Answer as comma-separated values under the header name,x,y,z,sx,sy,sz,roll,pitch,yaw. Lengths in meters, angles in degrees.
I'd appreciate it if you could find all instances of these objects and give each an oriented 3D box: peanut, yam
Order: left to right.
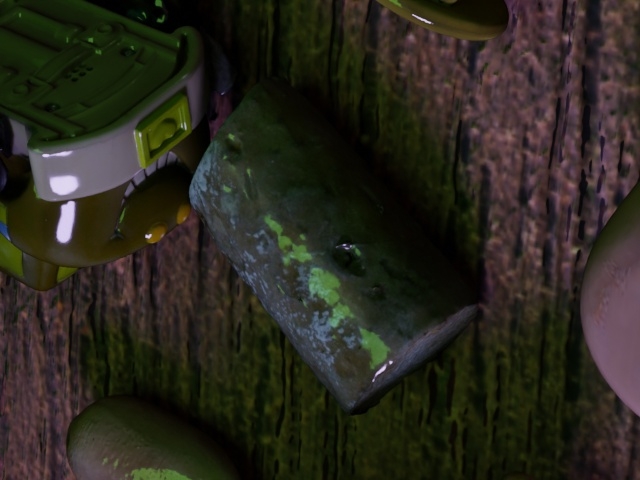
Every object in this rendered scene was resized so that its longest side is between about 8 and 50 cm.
name,x,y,z,sx,sy,sz,roll,pitch,yaw
peanut,-0.111,0.156,1.293,0.152,0.076,0.076,26,116,30
yam,0.000,0.000,1.151,0.194,0.107,0.107,51,125,14

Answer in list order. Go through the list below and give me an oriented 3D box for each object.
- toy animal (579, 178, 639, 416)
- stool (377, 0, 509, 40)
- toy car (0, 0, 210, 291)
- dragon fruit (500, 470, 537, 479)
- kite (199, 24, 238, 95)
name,x,y,z,sx,sy,sz,roll,pitch,yaw
toy animal,0.226,-0.009,0.961,0.166,0.154,0.250,40,119,30
stool,0.078,-0.183,1.048,0.110,0.134,0.135,-62,22,27
toy car,-0.183,-0.062,1.227,0.248,0.204,0.198,24,139,30
dragon fruit,0.033,0.274,1.135,0.227,0.243,0.307,36,152,-22
kite,-0.160,-0.211,1.268,0.314,0.011,0.335,43,124,19
